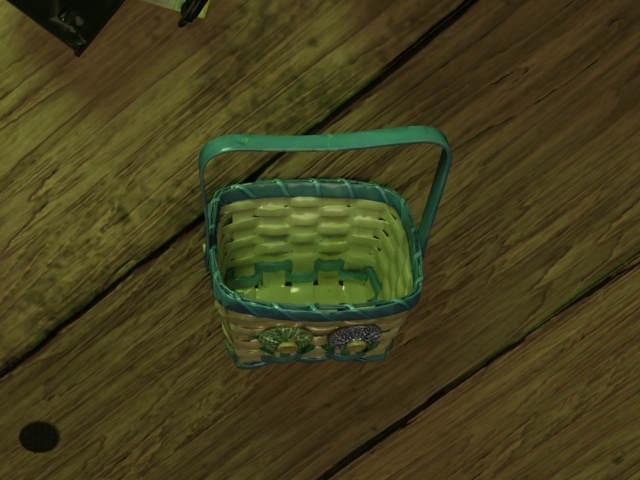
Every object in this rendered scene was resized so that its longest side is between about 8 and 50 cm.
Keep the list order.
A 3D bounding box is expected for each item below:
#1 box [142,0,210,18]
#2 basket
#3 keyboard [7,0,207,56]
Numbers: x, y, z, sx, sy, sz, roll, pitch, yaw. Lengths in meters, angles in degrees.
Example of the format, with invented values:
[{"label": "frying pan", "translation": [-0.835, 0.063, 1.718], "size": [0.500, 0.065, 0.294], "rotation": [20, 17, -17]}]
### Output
[{"label": "box", "translation": [-0.136, -0.315, 1.299], "size": [0.105, 0.043, 0.179], "rotation": [14, 119, -17]}, {"label": "basket", "translation": [0.000, 0.000, 1.418], "size": [0.254, 0.201, 0.289], "rotation": [-3, 131, -7]}, {"label": "keyboard", "translation": [-0.152, -0.304, 1.261], "size": [0.201, 0.033, 0.317], "rotation": [37, 111, -16]}]
